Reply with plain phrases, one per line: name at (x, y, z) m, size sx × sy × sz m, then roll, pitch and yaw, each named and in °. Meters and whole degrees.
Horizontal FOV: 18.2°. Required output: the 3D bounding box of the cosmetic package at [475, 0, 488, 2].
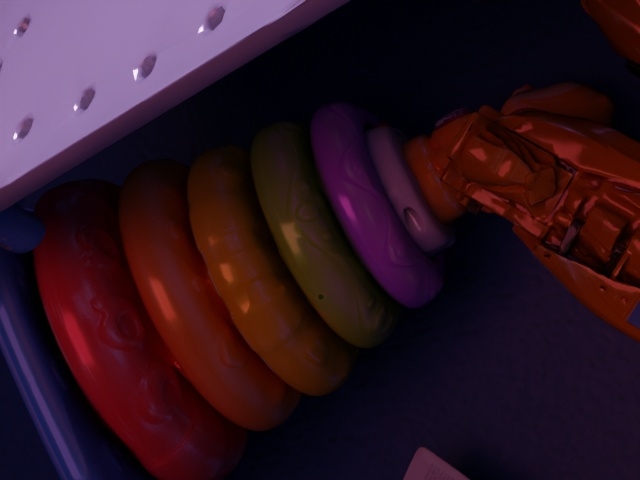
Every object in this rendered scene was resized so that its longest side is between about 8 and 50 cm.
cosmetic package at (0.106, -0.224, 0.885) m, size 0.238 × 0.127 × 0.107 m, roll -41°, pitch 70°, yaw 24°

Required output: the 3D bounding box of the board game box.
board game box at (-0.034, -0.198, 0.862) m, size 0.390 × 0.050 × 0.390 m, roll -27°, pitch 43°, yaw 39°

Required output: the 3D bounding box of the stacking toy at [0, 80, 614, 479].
stacking toy at (0.000, 0.000, 0.941) m, size 0.301 × 0.175 × 0.166 m, roll -28°, pitch 78°, yaw 15°

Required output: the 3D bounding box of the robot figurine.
robot figurine at (0.206, -0.012, 0.815) m, size 0.291 × 0.085 × 0.211 m, roll 30°, pitch 92°, yaw 16°

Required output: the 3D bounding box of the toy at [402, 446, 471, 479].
toy at (0.112, 0.213, 0.912) m, size 0.237 × 0.056 × 0.137 m, roll 35°, pitch 109°, yaw 31°
